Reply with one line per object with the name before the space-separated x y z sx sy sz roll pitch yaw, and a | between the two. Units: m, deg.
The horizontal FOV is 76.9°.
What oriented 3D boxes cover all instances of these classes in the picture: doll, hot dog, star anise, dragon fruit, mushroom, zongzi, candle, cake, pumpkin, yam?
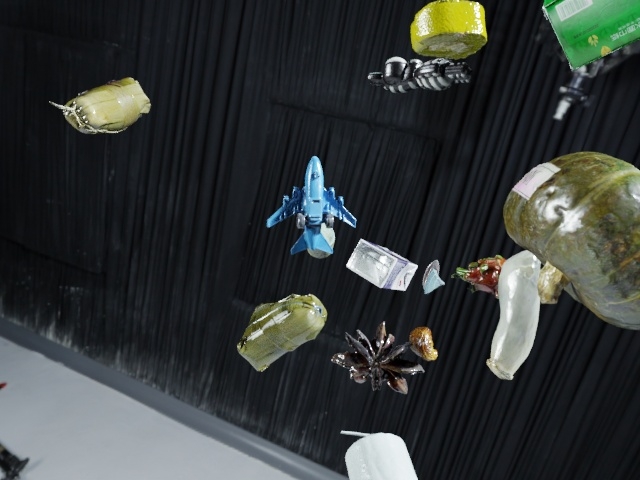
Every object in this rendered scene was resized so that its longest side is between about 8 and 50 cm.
doll | 0.202 -0.346 0.843 0.219 0.067 0.091 10 8 35
hot dog | 0.317 0.322 1.249 0.065 0.099 0.147 -16 -10 0
star anise | 0.181 0.374 1.260 0.282 0.213 0.129 2 10 15
dragon fruit | 0.565 0.123 1.384 0.235 0.135 0.137 -2 9 28
mushroom | 0.510 0.184 1.045 0.109 0.352 0.097 16 -9 -12
zongzi | -0.097 0.206 1.151 0.125 0.250 0.274 55 13 -18
candle | 0.200 0.754 1.275 0.221 0.221 0.343 9 27 -14
cake | 0.459 -0.752 1.434 0.260 0.156 0.179 -5 -5 -20
pumpkin | 0.358 0.009 0.536 0.260 0.189 0.260 34 21 -14
yam | 0.000 0.000 1.529 0.107 0.107 0.194 13 -14 1
zongzi | -0.435 -0.219 0.753 0.178 0.081 0.189 -20 23 31

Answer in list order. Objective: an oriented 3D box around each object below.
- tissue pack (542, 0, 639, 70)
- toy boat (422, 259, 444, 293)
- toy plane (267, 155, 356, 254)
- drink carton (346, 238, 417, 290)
tissue pack | 0.543 -0.444 0.724 0.209 0.148 0.156 -19 29 46
toy boat | 0.287 0.107 1.035 0.034 0.096 0.122 17 16 5
toy plane | -0.019 -0.091 1.113 0.254 0.271 0.105 -1 21 -11
drink carton | 0.200 0.082 1.274 0.134 0.102 0.222 29 6 31
